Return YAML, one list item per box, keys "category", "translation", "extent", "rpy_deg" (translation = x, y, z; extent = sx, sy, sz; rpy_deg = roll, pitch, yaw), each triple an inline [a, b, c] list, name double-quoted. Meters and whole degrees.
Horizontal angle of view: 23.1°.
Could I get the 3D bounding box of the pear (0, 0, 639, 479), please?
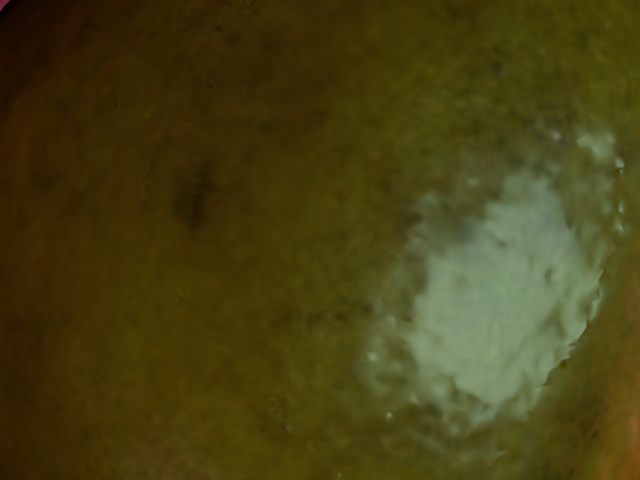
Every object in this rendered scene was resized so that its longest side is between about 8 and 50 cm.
- category: "pear"
  translation: [0.000, 0.000, 0.663]
  extent: [0.352, 0.352, 0.413]
  rpy_deg: [26, 91, -39]
